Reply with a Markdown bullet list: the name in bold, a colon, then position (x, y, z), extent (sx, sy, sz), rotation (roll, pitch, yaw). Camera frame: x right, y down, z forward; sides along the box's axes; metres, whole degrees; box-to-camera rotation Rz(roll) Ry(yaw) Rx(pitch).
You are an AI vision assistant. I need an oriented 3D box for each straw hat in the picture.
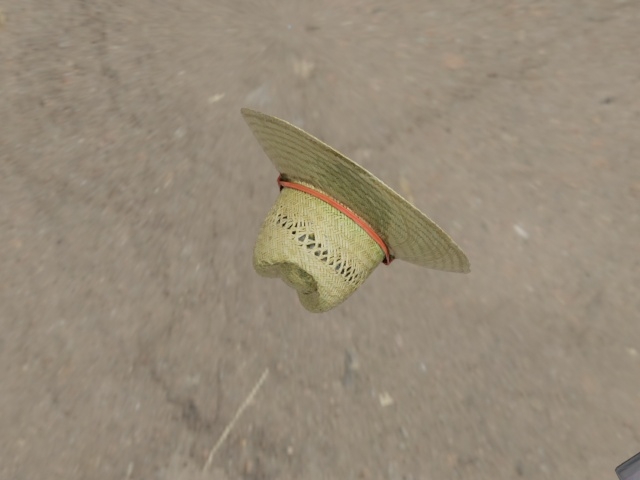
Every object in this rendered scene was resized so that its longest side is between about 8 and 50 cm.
- **straw hat**: position (0.000, 0.000, 0.798), extent (0.144, 0.144, 0.061), rotation (35, 84, -5)

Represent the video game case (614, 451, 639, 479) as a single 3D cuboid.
- **video game case**: position (0.370, 0.229, 1.368), extent (0.196, 0.274, 0.026), rotation (-35, 126, 11)
